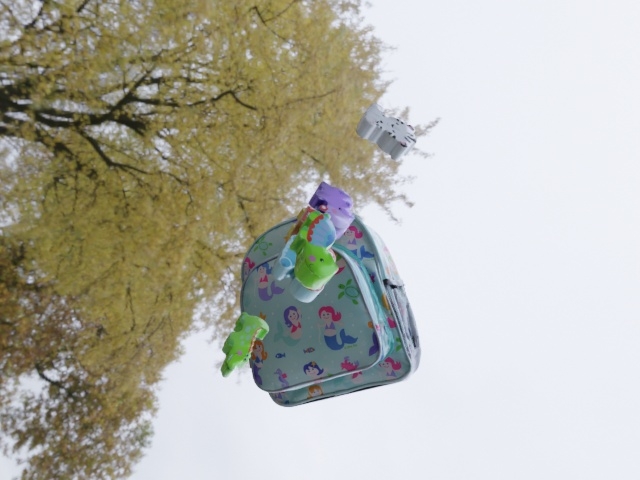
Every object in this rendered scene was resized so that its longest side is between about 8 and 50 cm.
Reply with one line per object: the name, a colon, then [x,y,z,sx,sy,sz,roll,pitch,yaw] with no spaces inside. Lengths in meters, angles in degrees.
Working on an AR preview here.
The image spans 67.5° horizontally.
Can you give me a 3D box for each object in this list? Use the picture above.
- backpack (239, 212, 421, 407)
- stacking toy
backpack: [0.002,0.086,0.664,0.225,0.191,0.254,-18,-109,18]
stacking toy: [0.000,0.000,0.410,0.052,0.221,0.167,32,-45,-5]
